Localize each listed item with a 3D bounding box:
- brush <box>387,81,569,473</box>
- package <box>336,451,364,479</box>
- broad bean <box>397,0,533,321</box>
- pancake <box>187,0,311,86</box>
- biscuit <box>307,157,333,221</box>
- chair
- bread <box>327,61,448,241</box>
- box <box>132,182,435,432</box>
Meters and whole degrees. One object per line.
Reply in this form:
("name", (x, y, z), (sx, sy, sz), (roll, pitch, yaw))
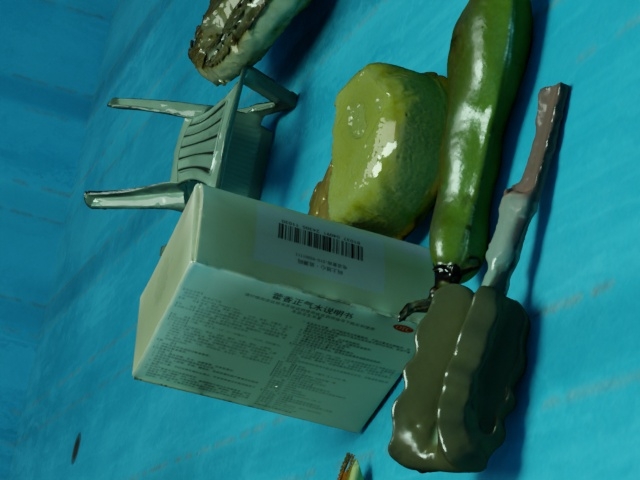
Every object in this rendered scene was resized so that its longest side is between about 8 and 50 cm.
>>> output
("brush", (0.128, 0.024, 1.153), (0.084, 0.071, 0.301), (-5, 61, 56))
("package", (0.017, 0.253, 1.341), (0.120, 0.031, 0.108), (-104, 33, -59))
("broad bean", (0.122, -0.084, 1.259), (0.075, 0.067, 0.325), (52, -134, -72))
("pancake", (-0.048, -0.354, 1.963), (0.382, 0.071, 0.382), (-54, 19, 28))
("biscuit", (-0.001, -0.006, 1.642), (0.133, 0.027, 0.184), (-96, 26, -48))
("chair", (-0.138, -0.092, 1.909), (0.275, 0.191, 0.203), (-2, 72, 43))
("bread", (0.066, -0.079, 1.390), (0.125, 0.086, 0.156), (-20, 59, 58))
("box", (-0.032, 0.059, 1.355), (0.168, 0.212, 0.095), (123, 157, -45))
